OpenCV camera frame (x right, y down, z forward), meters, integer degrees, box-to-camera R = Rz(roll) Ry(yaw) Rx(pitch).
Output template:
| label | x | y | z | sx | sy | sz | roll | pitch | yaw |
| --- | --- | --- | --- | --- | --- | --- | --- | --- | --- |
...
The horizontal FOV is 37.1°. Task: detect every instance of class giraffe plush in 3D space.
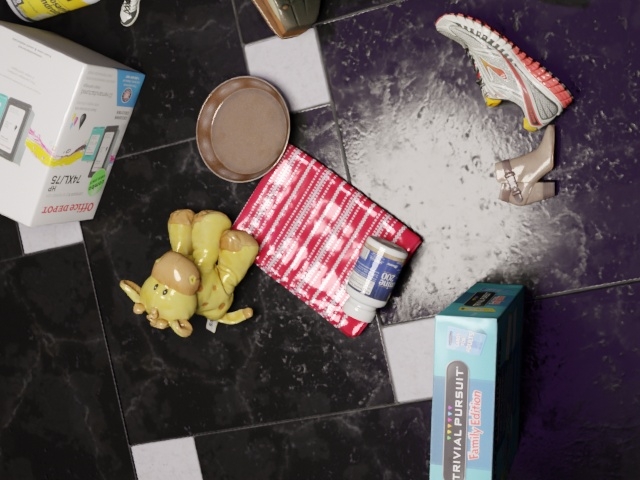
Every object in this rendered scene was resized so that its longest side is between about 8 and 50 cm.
| label | x | y | z | sx | sy | sz | roll | pitch | yaw |
| --- | --- | --- | --- | --- | --- | --- | --- | --- | --- |
| giraffe plush | -0.214 | 0.065 | 1.481 | 0.181 | 0.170 | 0.210 | 5 | 103 | 30 |

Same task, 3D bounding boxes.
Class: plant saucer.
| label | x | y | z | sx | sy | sz | roll | pitch | yaw |
| --- | --- | --- | --- | --- | --- | --- | --- | --- | --- |
| plant saucer | -0.118 | -0.175 | 1.513 | 0.168 | 0.029 | 0.168 | -1 | 87 | 25 |

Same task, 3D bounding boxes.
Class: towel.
| label | x | y | z | sx | sy | sz | roll | pitch | yaw |
| --- | --- | --- | --- | --- | --- | --- | --- | --- | --- |
| towel | 0.000 | 0.000 | 1.499 | 0.275 | 0.031 | 0.199 | 37 | 103 | 12 |

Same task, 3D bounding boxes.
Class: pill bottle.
| label | x | y | z | sx | sy | sz | roll | pitch | yaw |
| --- | --- | --- | --- | --- | --- | --- | --- | --- | --- |
| pill bottle | -0.417 | -0.428 | 1.557 | 0.184 | 0.103 | 0.103 | -12 | 91 | 18 |
| pill bottle | 0.078 | 0.059 | 1.426 | 0.067 | 0.067 | 0.120 | 26 | 101 | 14 |

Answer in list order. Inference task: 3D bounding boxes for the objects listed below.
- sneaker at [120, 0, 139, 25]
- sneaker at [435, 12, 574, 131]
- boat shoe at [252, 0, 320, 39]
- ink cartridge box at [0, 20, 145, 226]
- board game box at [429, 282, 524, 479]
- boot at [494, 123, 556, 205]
| label | x | y | z | sx | sy | sz | roll | pitch | yaw |
| --- | --- | --- | --- | --- | --- | --- | --- | --- | --- |
| sneaker | -0.313 | -0.393 | 1.562 | 0.032 | 0.037 | 0.083 | 25 | 103 | 12 |
| sneaker | 0.251 | -0.245 | 1.371 | 0.225 | 0.088 | 0.093 | 42 | 106 | 10 |
| boat shoe | -0.107 | -0.455 | 1.463 | 0.120 | 0.122 | 0.324 | -29 | 82 | 48 |
| ink cartridge box | -0.450 | -0.186 | 1.537 | 0.197 | 0.198 | 0.270 | 26 | 102 | 13 |
| board game box | 0.216 | 0.202 | 1.287 | 0.079 | 0.336 | 0.253 | 3 | 95 | 17 |
| boot | 0.298 | -0.109 | 1.391 | 0.087 | 0.042 | 0.118 | 1 | 94 | 19 |
